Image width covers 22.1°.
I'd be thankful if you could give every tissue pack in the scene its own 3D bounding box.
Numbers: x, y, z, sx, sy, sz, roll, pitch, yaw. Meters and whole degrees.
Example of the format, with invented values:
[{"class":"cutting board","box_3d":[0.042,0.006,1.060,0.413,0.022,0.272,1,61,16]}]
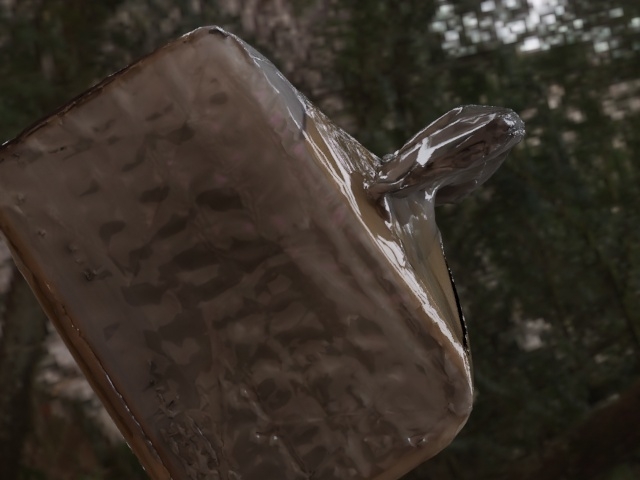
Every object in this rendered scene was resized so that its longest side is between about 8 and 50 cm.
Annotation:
[{"class":"tissue pack","box_3d":[0.000,0.000,0.830,0.305,0.239,0.238,0,73,-86]}]
